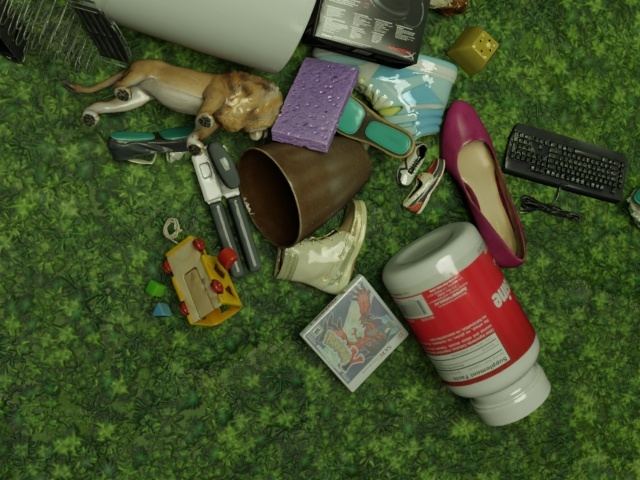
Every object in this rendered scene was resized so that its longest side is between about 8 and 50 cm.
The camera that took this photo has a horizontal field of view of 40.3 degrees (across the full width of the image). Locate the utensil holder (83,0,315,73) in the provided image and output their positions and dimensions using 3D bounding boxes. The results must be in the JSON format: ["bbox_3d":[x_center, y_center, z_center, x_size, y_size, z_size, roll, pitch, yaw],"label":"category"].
[{"bbox_3d":[-0.218,-0.514,1.635,0.386,0.328,0.327,17,88,-18],"label":"utensil holder"}]

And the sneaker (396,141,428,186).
[{"bbox_3d":[0.201,-0.168,1.913,0.040,0.044,0.109,23,88,-18],"label":"sneaker"}]

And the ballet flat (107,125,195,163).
[{"bbox_3d":[-0.326,-0.189,1.754,0.203,0.074,0.074,-8,94,-22],"label":"ballet flat"}]

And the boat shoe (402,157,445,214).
[{"bbox_3d":[0.229,-0.125,1.922,0.043,0.049,0.137,29,89,-13],"label":"boat shoe"}]

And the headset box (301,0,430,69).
[{"bbox_3d":[0.104,-0.506,1.702,0.218,0.110,0.293,11,92,-15],"label":"headset box"}]

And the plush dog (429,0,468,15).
[{"bbox_3d":[0.264,-0.597,1.844,0.263,0.210,0.225,30,101,-16],"label":"plush dog"}]

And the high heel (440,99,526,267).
[{"bbox_3d":[0.369,-0.127,1.890,0.127,0.181,0.377,-20,98,-14],"label":"high heel"}]

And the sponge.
[{"bbox_3d":[-0.009,-0.274,1.735,0.117,0.031,0.210,14,59,13],"label":"sponge"}]

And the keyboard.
[{"bbox_3d":[0.565,-0.142,2.026,0.317,0.033,0.201,13,89,-15],"label":"keyboard"}]

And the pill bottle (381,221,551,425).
[{"bbox_3d":[0.322,0.183,1.867,0.229,0.229,0.407,-34,101,-12],"label":"pill bottle"}]

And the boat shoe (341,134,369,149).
[{"bbox_3d":[0.045,-0.243,1.860,0.153,0.056,0.048,38,78,-22],"label":"boat shoe"}]

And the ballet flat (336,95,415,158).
[{"bbox_3d":[0.092,-0.235,1.801,0.232,0.073,0.080,34,97,10],"label":"ballet flat"}]

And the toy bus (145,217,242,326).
[{"bbox_3d":[-0.238,0.075,1.764,0.104,0.191,0.202,18,87,-59],"label":"toy bus"}]

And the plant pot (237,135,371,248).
[{"bbox_3d":[-0.015,-0.125,1.785,0.230,0.215,0.215,-25,99,-30],"label":"plant pot"}]

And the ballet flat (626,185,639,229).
[{"bbox_3d":[0.897,-0.156,2.087,0.409,0.147,0.147,-36,101,-9],"label":"ballet flat"}]

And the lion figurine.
[{"bbox_3d":[-0.274,-0.288,1.703,0.392,0.142,0.240,22,42,1],"label":"lion figurine"}]

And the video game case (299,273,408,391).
[{"bbox_3d":[0.076,0.201,1.873,0.183,0.023,0.201,-45,120,-10],"label":"video game case"}]

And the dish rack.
[{"bbox_3d":[-0.486,-0.380,1.588,0.272,0.208,0.074,16,75,9],"label":"dish rack"}]

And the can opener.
[{"bbox_3d":[-0.187,-0.062,1.778,0.076,0.095,0.283,-19,97,-14],"label":"can opener"}]

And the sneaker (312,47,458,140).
[{"bbox_3d":[0.127,-0.300,1.846,0.319,0.127,0.208,9,93,-11],"label":"sneaker"}]

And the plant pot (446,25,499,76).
[{"bbox_3d":[0.345,-0.422,1.922,0.081,0.083,0.081,40,82,-14],"label":"plant pot"}]

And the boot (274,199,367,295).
[{"bbox_3d":[0.000,0.000,1.843,0.165,0.077,0.213,15,96,-16],"label":"boot"}]
